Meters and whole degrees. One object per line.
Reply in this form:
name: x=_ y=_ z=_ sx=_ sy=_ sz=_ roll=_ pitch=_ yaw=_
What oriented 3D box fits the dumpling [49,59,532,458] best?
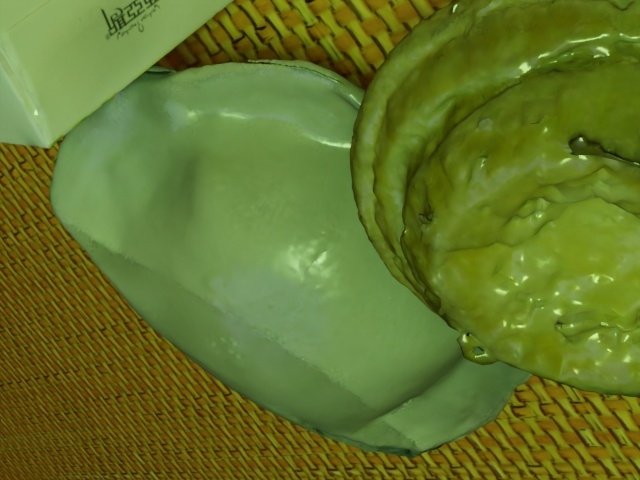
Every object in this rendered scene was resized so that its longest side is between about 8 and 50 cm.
dumpling: x=-0.003 y=-0.003 z=0.809 sx=0.341 sy=0.181 sz=0.260 roll=49 pitch=128 yaw=12

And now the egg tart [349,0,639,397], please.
egg tart: x=0.148 y=-0.005 z=0.629 sx=0.290 sy=0.115 sz=0.290 roll=13 pitch=131 yaw=15

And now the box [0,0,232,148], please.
box: x=-0.218 y=-0.165 z=0.819 sx=0.260 sy=0.194 sz=0.111 roll=7 pitch=133 yaw=43
